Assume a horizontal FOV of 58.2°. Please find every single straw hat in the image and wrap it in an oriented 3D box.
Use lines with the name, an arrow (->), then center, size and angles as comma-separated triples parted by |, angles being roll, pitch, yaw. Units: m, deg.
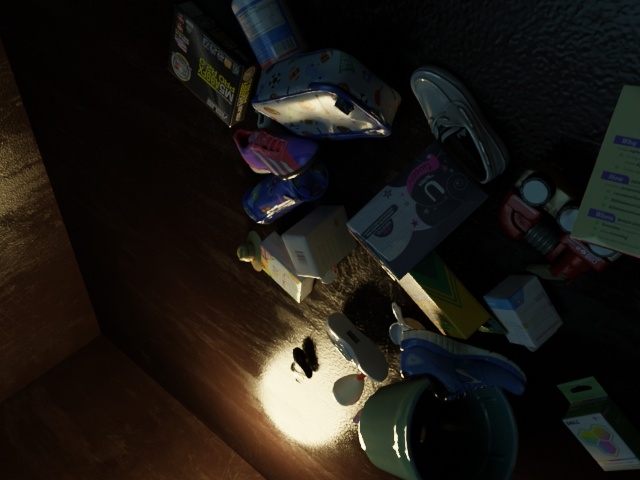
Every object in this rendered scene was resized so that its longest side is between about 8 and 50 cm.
straw hat -> -0.241, 0.038, 1.892 | 0.144, 0.061, 0.145 | 31, 127, 53

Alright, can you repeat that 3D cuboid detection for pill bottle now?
pill bottle -> -0.123, -0.504, 1.291 | 0.124, 0.124, 0.222 | -10, 111, 51

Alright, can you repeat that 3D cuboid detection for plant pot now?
plant pot -> 0.288, 0.520, 1.562 | 0.341, 0.341, 0.334 | 55, 151, -3

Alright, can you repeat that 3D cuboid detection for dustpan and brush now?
dustpan and brush -> 0.237, 0.243, 1.583 | 0.147, 0.060, 0.211 | 10, 127, 43

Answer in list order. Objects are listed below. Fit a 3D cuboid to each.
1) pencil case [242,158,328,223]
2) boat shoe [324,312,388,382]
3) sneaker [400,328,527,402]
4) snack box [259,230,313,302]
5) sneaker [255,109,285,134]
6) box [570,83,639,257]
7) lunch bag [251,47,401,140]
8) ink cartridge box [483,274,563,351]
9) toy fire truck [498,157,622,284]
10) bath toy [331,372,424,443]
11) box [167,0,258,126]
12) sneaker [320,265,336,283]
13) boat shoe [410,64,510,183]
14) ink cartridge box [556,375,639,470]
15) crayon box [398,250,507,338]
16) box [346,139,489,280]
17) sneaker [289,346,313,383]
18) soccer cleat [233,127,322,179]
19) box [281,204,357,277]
pencil case -> -0.102, -0.130, 1.581 | 0.119, 0.133, 0.306 | 34, 151, -23
boat shoe -> 0.110, 0.338, 1.791 | 0.258, 0.095, 0.084 | 52, 150, 19
sneaker -> 0.337, 0.324, 1.387 | 0.329, 0.147, 0.130 | 17, 165, -6
snack box -> -0.102, 0.086, 1.770 | 0.174, 0.070, 0.207 | 42, 162, 13
sneaker -> -0.137, -0.300, 1.534 | 0.053, 0.061, 0.152 | 10, 128, 41
box -> 0.526, -0.082, 0.848 | 0.213, 0.117, 0.243 | 21, 98, 35
lunch bag -> 0.017, -0.299, 1.252 | 0.303, 0.115, 0.243 | 8, 166, 46
ink cartridge box -> 0.441, 0.158, 1.244 | 0.143, 0.092, 0.090 | 59, 163, -9
toy fire truck -> 0.437, -0.007, 1.106 | 0.217, 0.158, 0.246 | 41, 132, 14
bath toy -> 0.190, 0.563, 1.856 | 0.348, 0.151, 0.129 | 46, 105, 13
box -> -0.298, -0.477, 1.560 | 0.270, 0.060, 0.216 | 44, 143, 11
sneaker -> 0.002, 0.051, 1.699 | 0.065, 0.061, 0.158 | 41, 151, 63
boat shoe -> 0.261, -0.227, 1.136 | 0.268, 0.088, 0.096 | 54, 144, -3
ink cartridge box -> 0.630, 0.417, 1.300 | 0.209, 0.062, 0.109 | 51, 145, 2
crayon box -> 0.270, 0.119, 1.351 | 0.323, 0.083, 0.203 | 49, 174, 4
box -> 0.194, -0.057, 1.186 | 0.163, 0.247, 0.142 | 47, 180, 6
sneaker -> -0.085, 0.463, 2.130 | 0.089, 0.051, 0.170 | -2, 122, 43
soccer cleat -> -0.116, -0.227, 1.427 | 0.116, 0.109, 0.318 | 46, 164, -29
box -> 0.000, 0.000, 1.543 | 0.091, 0.170, 0.130 | 4, 122, 44
